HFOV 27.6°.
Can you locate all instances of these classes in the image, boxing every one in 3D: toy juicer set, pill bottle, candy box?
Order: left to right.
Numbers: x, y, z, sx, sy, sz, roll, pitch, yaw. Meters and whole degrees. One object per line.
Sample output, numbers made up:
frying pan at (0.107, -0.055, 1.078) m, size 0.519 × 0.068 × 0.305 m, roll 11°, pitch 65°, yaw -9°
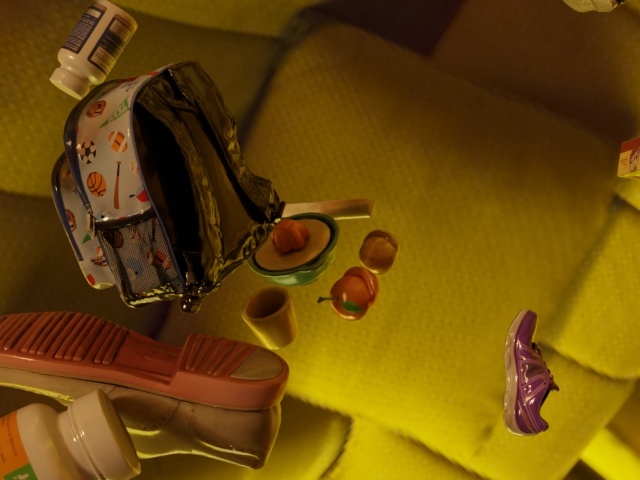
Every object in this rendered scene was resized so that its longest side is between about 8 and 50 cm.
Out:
pill bottle at (-0.319, 0.254, 1.360) m, size 0.246 × 0.136 × 0.136 m, roll -27°, pitch 156°, yaw -3°
pill bottle at (-0.288, -0.239, 1.641) m, size 0.120 × 0.067 × 0.067 m, roll -59°, pitch 160°, yaw -8°
toy juicer set at (0.000, 0.000, 1.790) m, size 0.209 × 0.329 × 0.089 m, roll -16°, pitch 124°, yaw 11°
candy box at (0.501, -0.099, 1.730) m, size 0.109 × 0.187 × 0.053 m, roll 150°, pitch -50°, yaw -86°

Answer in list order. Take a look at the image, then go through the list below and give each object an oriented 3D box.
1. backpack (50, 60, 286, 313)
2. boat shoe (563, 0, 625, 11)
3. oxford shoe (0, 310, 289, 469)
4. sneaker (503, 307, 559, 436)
backpack at (-0.194, -0.075, 1.577) m, size 0.276 × 0.213 × 0.263 m, roll -51°, pitch 131°, yaw -61°
boat shoe at (0.271, -0.257, 1.303) m, size 0.042 × 0.133 × 0.049 m, roll -36°, pitch 112°, yaw -7°
oxford shoe at (-0.238, 0.177, 1.471) m, size 0.140 × 0.397 × 0.146 m, roll -59°, pitch 157°, yaw -67°
sneaker at (0.282, 0.176, 1.735) m, size 0.068 × 0.071 × 0.169 m, roll 33°, pitch 57°, yaw -69°
